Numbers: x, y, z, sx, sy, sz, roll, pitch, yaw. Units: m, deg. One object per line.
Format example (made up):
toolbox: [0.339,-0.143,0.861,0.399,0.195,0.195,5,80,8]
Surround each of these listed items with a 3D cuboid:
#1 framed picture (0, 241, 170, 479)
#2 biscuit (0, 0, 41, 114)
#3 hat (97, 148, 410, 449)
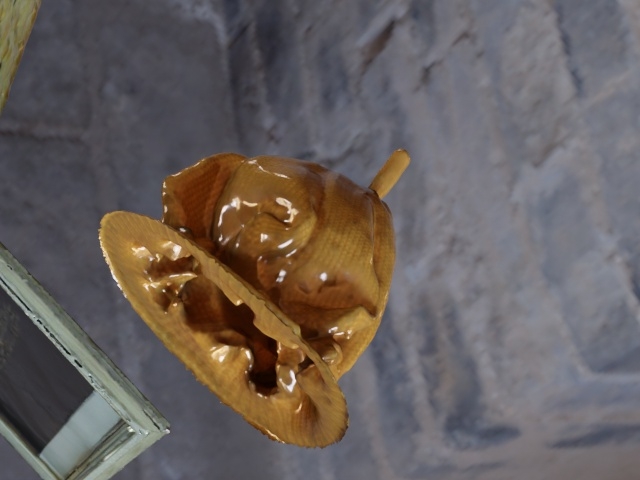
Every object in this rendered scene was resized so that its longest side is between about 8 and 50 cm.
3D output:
framed picture: [-0.207,0.066,0.969,0.231,0.293,0.018,47,66,0]
biscuit: [-0.144,-0.147,0.712,0.016,0.231,0.139,17,73,-3]
hat: [0.000,0.000,1.187,0.233,0.244,0.233,-44,110,-26]
